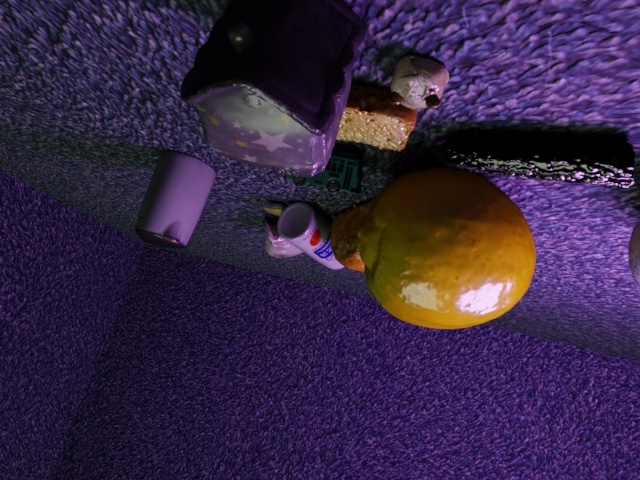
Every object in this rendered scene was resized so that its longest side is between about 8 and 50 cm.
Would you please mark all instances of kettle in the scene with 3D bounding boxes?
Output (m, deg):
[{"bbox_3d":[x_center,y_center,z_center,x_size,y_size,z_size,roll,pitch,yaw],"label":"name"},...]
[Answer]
[{"bbox_3d":[-0.437,-0.107,1.194,0.241,0.254,0.165,1,161,46],"label":"kettle"}]

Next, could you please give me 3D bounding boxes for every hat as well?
[{"bbox_3d":[0.137,-0.218,0.583,0.077,0.059,0.076,20,160,2],"label":"hat"}]

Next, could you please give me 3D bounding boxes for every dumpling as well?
[{"bbox_3d":[-0.147,-0.012,1.531,0.172,0.142,0.247,48,-170,30],"label":"dumpling"}]

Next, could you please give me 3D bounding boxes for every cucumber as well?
[{"bbox_3d":[0.329,-0.133,0.661,0.301,0.071,0.072,9,163,22],"label":"cucumber"}]

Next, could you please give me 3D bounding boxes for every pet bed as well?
[{"bbox_3d":[-0.052,-0.212,0.509,0.184,0.210,0.159,16,155,5],"label":"pet bed"}]

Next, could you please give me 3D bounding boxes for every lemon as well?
[{"bbox_3d":[0.244,0.017,0.820,0.349,0.347,0.348,15,165,4],"label":"lemon"}]

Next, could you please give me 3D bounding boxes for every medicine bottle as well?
[{"bbox_3d":[0.000,0.000,1.360,0.131,0.130,0.341,7,162,31],"label":"medicine bottle"}]

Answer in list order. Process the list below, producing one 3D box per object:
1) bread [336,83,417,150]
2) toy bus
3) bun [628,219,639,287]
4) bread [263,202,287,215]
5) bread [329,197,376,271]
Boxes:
[{"bbox_3d":[0.066,-0.208,0.678,0.188,0.065,0.103,11,166,14],"label":"bread"},{"bbox_3d":[0.013,-0.152,0.874,0.161,0.091,0.079,14,-166,11],"label":"toy bus"},{"bbox_3d":[0.683,0.021,0.616,0.355,0.194,0.354,18,166,5],"label":"bun"},{"bbox_3d":[-0.134,-0.100,1.326,0.070,0.035,0.083,6,169,34],"label":"bread"},{"bbox_3d":[0.146,0.010,1.154,0.195,0.178,0.340,23,163,-20],"label":"bread"}]
